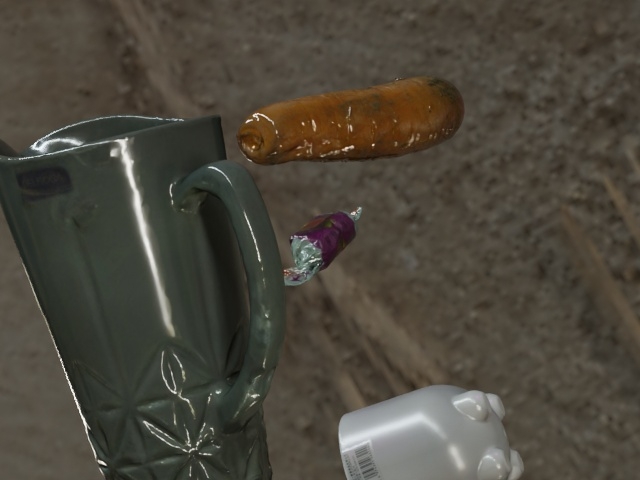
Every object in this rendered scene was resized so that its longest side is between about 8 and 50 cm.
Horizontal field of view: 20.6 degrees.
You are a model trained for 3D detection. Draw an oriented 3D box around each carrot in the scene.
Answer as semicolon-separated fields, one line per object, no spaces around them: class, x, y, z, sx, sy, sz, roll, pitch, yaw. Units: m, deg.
carrot;0.023;-0.084;1.298;0.060;0.186;0.060;34;130;54

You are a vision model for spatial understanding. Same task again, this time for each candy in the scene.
candy;0.000;0.000;1.724;0.045;0.175;0.043;-14;105;26

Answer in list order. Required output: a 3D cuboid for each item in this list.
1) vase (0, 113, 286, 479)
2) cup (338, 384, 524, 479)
vase;-0.103;0.058;1.151;0.251;0.156;0.301;-11;94;49
cup;0.116;0.223;1.666;0.134;0.142;0.173;-26;-85;-76
